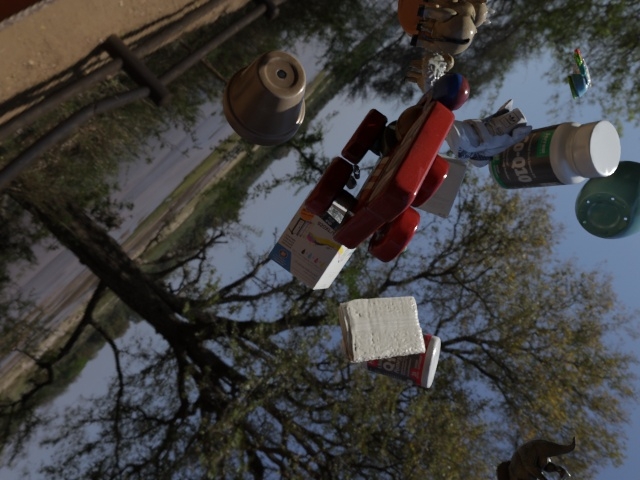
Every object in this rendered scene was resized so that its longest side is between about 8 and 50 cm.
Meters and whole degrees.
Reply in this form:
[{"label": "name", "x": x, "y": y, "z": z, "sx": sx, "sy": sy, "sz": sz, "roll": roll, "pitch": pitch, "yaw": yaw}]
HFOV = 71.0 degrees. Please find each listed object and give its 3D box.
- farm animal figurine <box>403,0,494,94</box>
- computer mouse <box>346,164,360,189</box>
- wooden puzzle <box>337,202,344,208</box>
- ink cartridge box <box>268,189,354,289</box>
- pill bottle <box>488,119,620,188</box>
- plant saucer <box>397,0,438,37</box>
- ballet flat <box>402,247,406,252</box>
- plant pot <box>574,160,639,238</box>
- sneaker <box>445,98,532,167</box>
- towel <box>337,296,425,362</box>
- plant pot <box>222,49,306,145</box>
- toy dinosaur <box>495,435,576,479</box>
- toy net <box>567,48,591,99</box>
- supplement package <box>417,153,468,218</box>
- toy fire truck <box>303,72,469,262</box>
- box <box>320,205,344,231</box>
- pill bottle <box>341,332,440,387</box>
[{"label": "farm animal figurine", "x": 0.327, "y": -0.555, "z": 1.054, "sx": 0.330, "sy": 0.172, "sz": 0.326, "roll": 87, "pitch": 21, "yaw": -64}, {"label": "computer mouse", "x": 0.148, "y": -0.282, "z": 1.966, "sx": 0.041, "sy": 0.071, "sz": 0.242, "roll": -30, "pitch": 175, "yaw": -11}, {"label": "wooden puzzle", "x": 0.096, "y": -0.122, "z": 1.869, "sx": 0.014, "sy": 0.116, "sz": 0.078, "roll": -18, "pitch": 164, "yaw": -8}, {"label": "ink cartridge box", "x": 0.000, "y": 0.000, "z": 1.310, "sx": 0.232, "sy": 0.171, "sz": 0.168, "roll": -57, "pitch": 164, "yaw": 5}, {"label": "pill bottle", "x": 0.772, "y": -0.283, "z": 1.508, "sx": 0.204, "sy": 0.204, "sz": 0.361, "roll": -50, "pitch": -157, "yaw": -19}, {"label": "plant saucer", "x": 0.337, "y": -0.824, "z": 1.597, "sx": 0.037, "sy": 0.199, "sz": 0.200, "roll": -19, "pitch": -177, "yaw": -24}, {"label": "ballet flat", "x": 0.294, "y": 0.015, "z": 1.893, "sx": 0.057, "sy": 0.052, "sz": 0.168, "roll": -49, "pitch": -154, "yaw": -13}, {"label": "plant pot", "x": 1.141, "y": -0.138, "z": 1.746, "sx": 0.235, "sy": 0.292, "sz": 0.293, "roll": -26, "pitch": 180, "yaw": -35}, {"label": "sneaker", "x": 0.514, "y": -0.347, "z": 1.391, "sx": 0.210, "sy": 0.137, "sz": 0.366, "roll": -37, "pitch": 158, "yaw": 29}, {"label": "towel", "x": 0.189, "y": 0.270, "z": 1.383, "sx": 0.049, "sy": 0.283, "sz": 0.187, "roll": 140, "pitch": -54, "yaw": -58}, {"label": "plant pot", "x": -0.148, "y": -0.446, "z": 1.362, "sx": 0.263, "sy": 0.263, "sz": 0.229, "roll": -51, "pitch": -169, "yaw": -21}, {"label": "toy dinosaur", "x": 0.620, "y": 0.667, "z": 1.321, "sx": 0.160, "sy": 0.121, "sz": 0.313, "roll": 56, "pitch": -46, "yaw": 54}, {"label": "toy net", "x": 0.730, "y": -0.483, "z": 1.277, "sx": 0.045, "sy": 0.122, "sz": 0.232, "roll": -18, "pitch": -165, "yaw": 37}, {"label": "supplement package", "x": 0.427, "y": -0.220, "z": 1.694, "sx": 0.149, "sy": 0.194, "sz": 0.203, "roll": -39, "pitch": 148, "yaw": -64}, {"label": "toy fire truck", "x": 0.124, "y": -0.122, "z": 0.682, "sx": 0.302, "sy": 0.169, "sz": 0.254, "roll": -57, "pitch": -174, "yaw": -26}, {"label": "box", "x": 0.012, "y": -0.055, "z": 0.861, "sx": 0.018, "sy": 0.083, "sz": 0.067, "roll": -45, "pitch": -169, "yaw": 17}, {"label": "pill bottle", "x": 0.244, "y": 0.385, "z": 1.572, "sx": 0.319, "sy": 0.176, "sz": 0.176, "roll": 11, "pitch": -136, "yaw": 22}]
